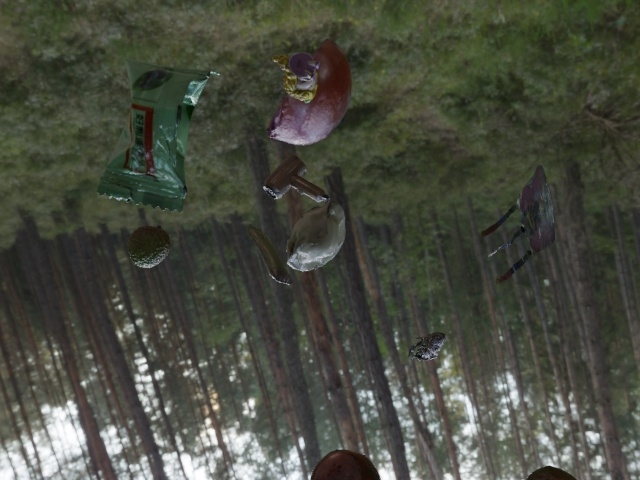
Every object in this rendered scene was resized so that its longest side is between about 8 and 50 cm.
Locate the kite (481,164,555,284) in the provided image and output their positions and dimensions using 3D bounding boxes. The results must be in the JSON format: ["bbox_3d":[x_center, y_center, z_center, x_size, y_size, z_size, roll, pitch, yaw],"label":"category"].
[{"bbox_3d":[0.460,-0.028,1.343,0.022,0.204,0.360,-2,-156,43],"label":"kite"}]

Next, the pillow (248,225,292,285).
[{"bbox_3d":[-0.169,0.052,2.029,0.038,0.232,0.131,-37,154,17],"label":"pillow"}]

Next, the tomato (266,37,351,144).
[{"bbox_3d":[-0.007,-0.415,1.767,0.334,0.176,0.289,-58,-177,-27],"label":"tomato"}]

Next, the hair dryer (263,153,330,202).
[{"bbox_3d":[-0.049,-0.136,1.509,0.182,0.064,0.117,32,-108,32],"label":"hair dryer"}]

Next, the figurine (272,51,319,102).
[{"bbox_3d":[-0.061,-0.394,1.443,0.115,0.094,0.156,28,174,5],"label":"figurine"}]

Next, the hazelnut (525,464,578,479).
[{"bbox_3d":[0.662,0.739,1.665,0.208,0.208,0.208,-13,-173,2],"label":"hazelnut"}]

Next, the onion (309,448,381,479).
[{"bbox_3d":[0.087,0.861,2.053,0.277,0.276,0.276,-13,-173,2],"label":"onion"}]

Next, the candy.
[{"bbox_3d":[-0.443,-0.285,1.612,0.263,0.397,0.172,17,-171,18],"label":"candy"}]

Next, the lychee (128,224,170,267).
[{"bbox_3d":[-0.467,0.014,1.639,0.114,0.114,0.146,-12,-140,12],"label":"lychee"}]

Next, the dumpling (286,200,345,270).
[{"bbox_3d":[0.000,0.000,1.832,0.247,0.172,0.142,-49,-137,-12],"label":"dumpling"}]

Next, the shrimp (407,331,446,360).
[{"bbox_3d":[0.355,0.362,2.016,0.073,0.074,0.190,19,143,-20],"label":"shrimp"}]
